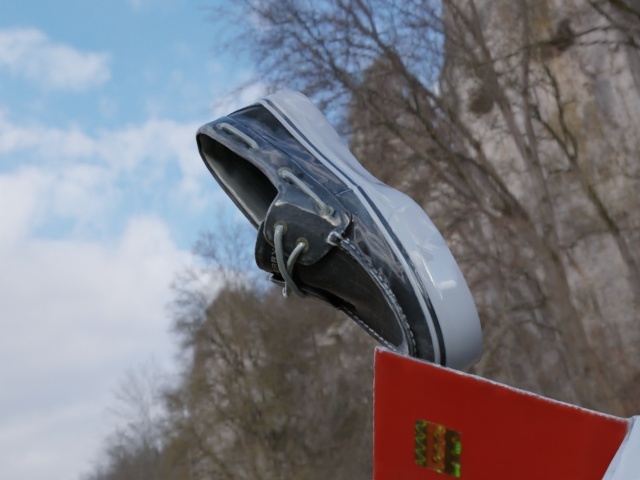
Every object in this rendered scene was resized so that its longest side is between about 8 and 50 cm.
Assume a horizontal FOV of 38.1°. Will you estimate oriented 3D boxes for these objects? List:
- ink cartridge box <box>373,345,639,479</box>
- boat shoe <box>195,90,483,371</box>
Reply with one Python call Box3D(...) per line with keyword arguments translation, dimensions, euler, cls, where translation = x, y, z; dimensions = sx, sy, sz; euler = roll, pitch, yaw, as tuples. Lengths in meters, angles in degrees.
Box3D(translation=(0.120, 0.199, 0.409), dimensions=(0.239, 0.060, 0.275), euler=(12, -60, 25), cls="ink cartridge box")
Box3D(translation=(0.000, 0.000, 0.763), dimensions=(0.119, 0.335, 0.121), euler=(-22, -44, -20), cls="boat shoe")
